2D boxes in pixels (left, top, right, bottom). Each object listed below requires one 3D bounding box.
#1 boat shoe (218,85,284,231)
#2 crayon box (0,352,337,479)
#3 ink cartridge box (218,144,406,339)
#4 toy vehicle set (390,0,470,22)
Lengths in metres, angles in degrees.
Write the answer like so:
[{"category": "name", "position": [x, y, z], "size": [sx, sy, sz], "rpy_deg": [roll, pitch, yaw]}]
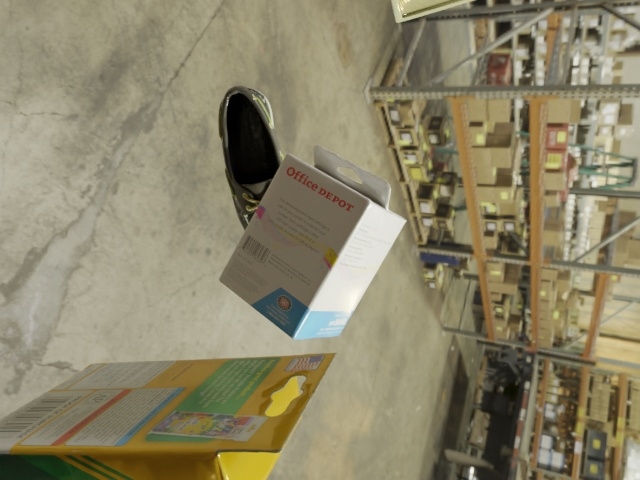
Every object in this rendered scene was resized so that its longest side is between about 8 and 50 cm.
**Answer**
[{"category": "boat shoe", "position": [-0.079, -0.075, 0.655], "size": [0.068, 0.081, 0.227], "rpy_deg": [-72, 148, -79]}, {"category": "crayon box", "position": [-0.154, 0.195, 0.541], "size": [0.203, 0.323, 0.083], "rpy_deg": [-35, 117, -72]}, {"category": "ink cartridge box", "position": [0.000, 0.000, 0.459], "size": [0.143, 0.092, 0.090], "rpy_deg": [-60, 152, 7]}, {"category": "toy vehicle set", "position": [0.182, -0.280, 0.455], "size": [0.166, 0.267, 0.035], "rpy_deg": [21, 58, -76]}]
